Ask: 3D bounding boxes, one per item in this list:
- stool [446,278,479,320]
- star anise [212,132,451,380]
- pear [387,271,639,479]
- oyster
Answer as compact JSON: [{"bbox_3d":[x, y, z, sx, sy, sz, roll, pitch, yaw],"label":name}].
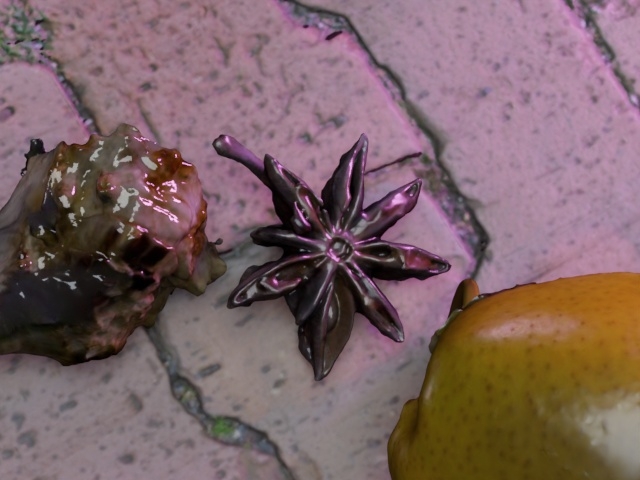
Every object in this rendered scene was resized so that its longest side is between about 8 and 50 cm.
[{"bbox_3d":[0.165,0.097,1.442,0.110,0.134,0.135,11,122,-1],"label":"stool"},{"bbox_3d":[0.000,-0.001,1.466,0.209,0.089,0.231,-20,84,-19],"label":"star anise"},{"bbox_3d":[0.250,0.214,1.311,0.386,0.191,0.340,20,107,-8],"label":"pear"},{"bbox_3d":[-0.253,0.025,1.422,0.337,0.133,0.198,-20,105,8],"label":"oyster"}]
